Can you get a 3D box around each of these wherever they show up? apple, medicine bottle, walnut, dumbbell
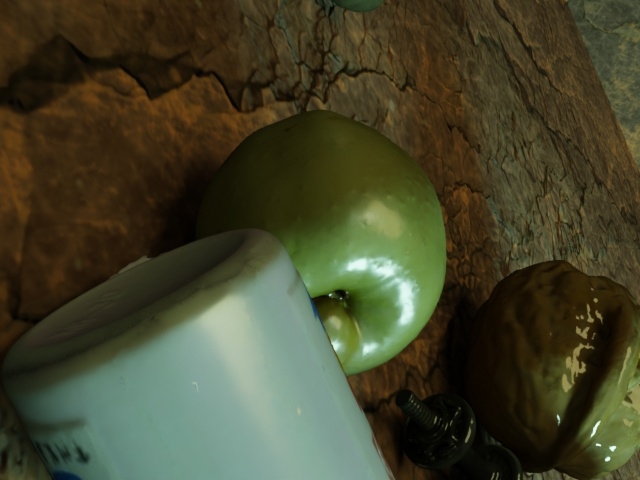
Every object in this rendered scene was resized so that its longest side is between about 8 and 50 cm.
[{"bbox_3d":[0.000,0.000,0.614,0.200,0.200,0.200,34,48,-47],"label":"apple"},{"bbox_3d":[-0.041,0.152,0.483,0.293,0.170,0.170,64,31,-12],"label":"medicine bottle"},{"bbox_3d":[0.278,0.155,0.974,0.224,0.257,0.257,30,42,-7],"label":"walnut"},{"bbox_3d":[0.145,0.219,0.846,0.254,0.081,0.081,47,39,-37],"label":"dumbbell"}]

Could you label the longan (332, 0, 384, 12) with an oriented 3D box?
[{"bbox_3d":[0.038,-0.308,0.931,0.113,0.092,0.113,59,-15,25],"label":"longan"}]
